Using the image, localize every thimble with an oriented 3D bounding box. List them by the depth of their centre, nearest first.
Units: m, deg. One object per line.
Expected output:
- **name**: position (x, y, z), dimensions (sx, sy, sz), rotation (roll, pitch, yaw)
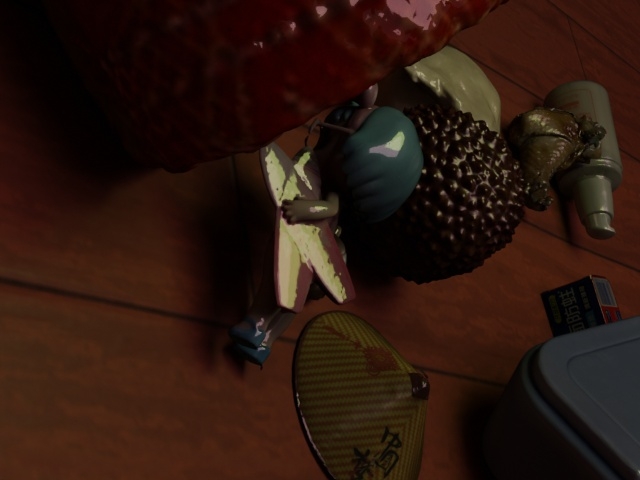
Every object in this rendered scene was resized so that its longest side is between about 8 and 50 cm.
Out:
- **thimble**: position (-0.040, -0.216, 0.901), dimensions (0.230, 0.350, 0.350), rotation (62, 32, -9)

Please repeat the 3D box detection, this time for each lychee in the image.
- **lychee**: position (0.110, -0.051, 1.133), dimensions (0.188, 0.188, 0.188), rotation (34, 44, -40)

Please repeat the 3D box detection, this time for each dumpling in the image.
- **dumpling**: position (0.133, -0.139, 1.261), dimensions (0.132, 0.162, 0.250), rotation (-48, 124, -15)

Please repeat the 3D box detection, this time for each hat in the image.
- **hat**: position (0.066, 0.145, 1.041), dimensions (0.193, 0.082, 0.193), rotation (33, 46, -41)

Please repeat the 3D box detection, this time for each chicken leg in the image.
- **chicken leg**: position (0.312, -0.125, 1.569), dimensions (0.125, 0.080, 0.196), rotation (38, 49, 17)

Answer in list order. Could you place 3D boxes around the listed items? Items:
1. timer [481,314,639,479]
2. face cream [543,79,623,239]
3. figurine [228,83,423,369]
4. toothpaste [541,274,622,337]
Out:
- **timer**: position (0.392, 0.258, 1.206), dimensions (0.395, 0.173, 0.395), rotation (17, 32, -11)
- **face cream**: position (0.394, -0.112, 1.667), dimensions (0.101, 0.101, 0.251), rotation (32, 46, -41)
- **figurine**: position (0.010, 0.001, 0.982), dimensions (0.260, 0.103, 0.205), rotation (-60, 152, -21)
- **toothpaste**: position (0.374, 0.206, 1.449), dimensions (0.066, 0.076, 0.320), rotation (10, 61, -53)
